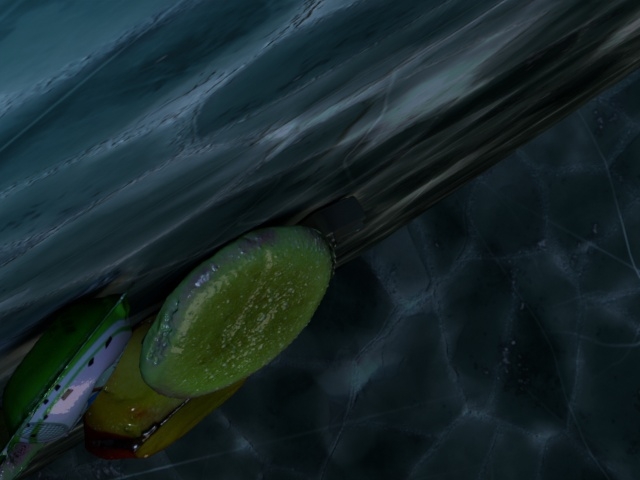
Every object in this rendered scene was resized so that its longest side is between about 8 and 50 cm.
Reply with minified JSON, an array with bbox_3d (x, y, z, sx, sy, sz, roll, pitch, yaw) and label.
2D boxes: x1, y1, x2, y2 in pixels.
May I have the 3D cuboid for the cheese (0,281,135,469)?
[{"bbox_3d":[-0.290,0.173,1.651,0.320,0.083,0.204,-54,-177,6],"label":"cheese"}]

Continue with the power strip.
[{"bbox_3d":[0.000,0.000,2.303,0.145,0.061,0.215,-27,174,-38],"label":"power strip"}]

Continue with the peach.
[{"bbox_3d":[-0.223,0.201,2.245,0.267,0.159,0.154,-44,157,-2],"label":"peach"}]

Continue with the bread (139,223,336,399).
[{"bbox_3d":[-0.099,0.098,2.053,0.301,0.045,0.301,-31,150,-20],"label":"bread"}]

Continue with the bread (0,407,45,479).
[{"bbox_3d":[-0.442,0.287,2.135,0.228,0.033,0.228,-34,-161,14],"label":"bread"}]
